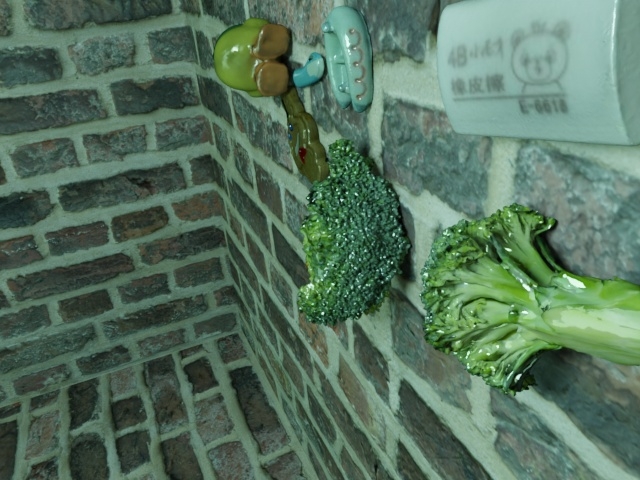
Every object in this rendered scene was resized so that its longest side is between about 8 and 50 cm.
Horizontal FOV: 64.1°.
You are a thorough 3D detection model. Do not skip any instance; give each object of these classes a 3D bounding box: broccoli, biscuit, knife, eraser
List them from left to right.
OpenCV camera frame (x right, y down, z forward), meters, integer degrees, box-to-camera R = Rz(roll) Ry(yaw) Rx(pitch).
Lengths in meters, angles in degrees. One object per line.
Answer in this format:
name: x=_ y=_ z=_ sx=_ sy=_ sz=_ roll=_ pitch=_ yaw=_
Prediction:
biscuit: x=-0.055 y=-0.294 z=1.435 sx=0.183 sy=0.047 sz=0.319 roll=147 pitch=108 yaw=-67
knife: x=-0.030 y=-0.424 z=1.286 sx=0.222 sy=0.031 sz=0.064 roll=-160 pitch=53 yaw=-71
broccoli: x=0.033 y=0.031 z=1.143 sx=0.397 sy=0.275 sz=0.353 roll=-49 pitch=15 yaw=55
eraser: x=0.250 y=-0.205 z=0.589 sx=0.270 sy=0.095 sz=0.174 roll=-148 pitch=43 yaw=-64
broccoli: x=0.277 y=0.061 z=0.583 sx=0.361 sy=0.221 sz=0.252 roll=-33 pitch=79 yaw=59

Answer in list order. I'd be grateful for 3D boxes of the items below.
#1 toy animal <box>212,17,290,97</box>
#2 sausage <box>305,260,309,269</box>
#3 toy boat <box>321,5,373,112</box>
toy animal: x=-0.215 y=-0.525 z=1.473 sx=0.338 sy=0.191 sz=0.216 roll=-137 pitch=41 yaw=-58
sausage: x=0.000 y=0.000 z=1.483 sx=0.347 sy=0.053 sz=0.053 roll=107 pitch=143 yaw=-56
toy boat: x=0.047 y=-0.368 z=1.048 sx=0.134 sy=0.079 sz=0.207 roll=-134 pitch=32 yaw=-58
